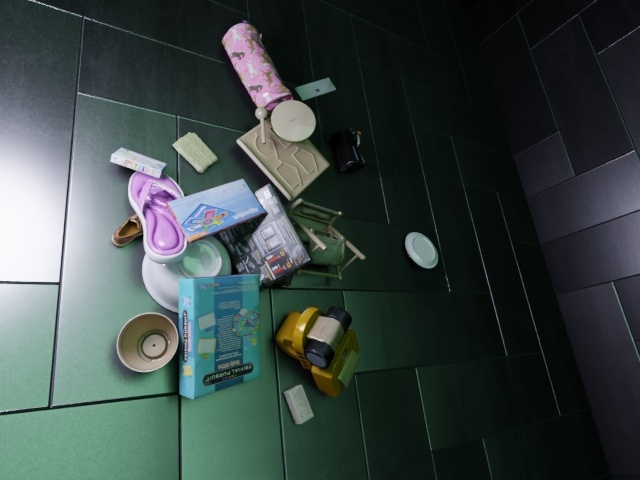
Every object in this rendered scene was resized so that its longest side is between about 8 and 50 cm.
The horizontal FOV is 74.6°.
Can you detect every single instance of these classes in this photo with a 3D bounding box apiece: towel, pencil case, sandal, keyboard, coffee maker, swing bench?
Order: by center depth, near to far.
[{"bbox_3d":[-0.495,-0.107,1.321,0.169,0.102,0.416,-9,52,-30],"label":"sandal"},{"bbox_3d":[-0.467,-0.331,1.575,0.148,0.027,0.110,45,51,-9],"label":"towel"},{"bbox_3d":[0.000,0.000,1.621,0.253,0.165,0.255,14,41,-46],"label":"swing bench"},{"bbox_3d":[-0.268,-0.733,1.808,0.386,0.167,0.160,63,18,4],"label":"pencil case"},{"bbox_3d":[0.112,-0.415,1.971,0.171,0.120,0.178,-11,74,-13],"label":"coffee maker"},{"bbox_3d":[-0.021,-0.750,2.077,0.256,0.014,0.072,-34,96,-39],"label":"keyboard"}]

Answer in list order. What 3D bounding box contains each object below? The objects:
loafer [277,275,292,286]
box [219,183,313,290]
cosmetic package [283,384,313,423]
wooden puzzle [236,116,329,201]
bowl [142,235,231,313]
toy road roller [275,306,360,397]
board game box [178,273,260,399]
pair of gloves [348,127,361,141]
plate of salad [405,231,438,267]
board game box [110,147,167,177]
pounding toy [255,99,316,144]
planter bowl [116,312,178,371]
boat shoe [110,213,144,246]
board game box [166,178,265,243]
[{"bbox_3d":[-0.207,0.010,1.565,0.130,0.134,0.366,-22,82,-4],"label":"loafer"},{"bbox_3d":[-0.202,-0.004,1.458,0.242,0.076,0.308,-31,80,5],"label":"box"},{"bbox_3d":[-0.075,0.564,1.447,0.060,0.041,0.115,-14,79,-38],"label":"cosmetic package"},{"bbox_3d":[-0.154,-0.356,1.776,0.322,0.080,0.348,48,47,-8],"label":"wooden puzzle"},{"bbox_3d":[-0.410,0.083,1.368,0.297,0.134,0.298,14,64,-30],"label":"bowl"},{"bbox_3d":[-0.012,0.378,1.506,0.203,0.240,0.330,-56,142,-37],"label":"toy road roller"},{"bbox_3d":[-0.304,0.277,1.290,0.253,0.079,0.336,1,88,-51],"label":"board game box"},{"bbox_3d":[0.174,-0.529,2.114,0.083,0.010,0.074,17,60,-31],"label":"pair of gloves"},{"bbox_3d":[0.491,0.051,2.059,0.199,0.048,0.200,17,52,-23],"label":"plate of salad"},{"bbox_3d":[-0.601,-0.259,1.399,0.154,0.026,0.103,19,20,-16],"label":"board game box"},{"bbox_3d":[-0.143,-0.467,1.737,0.236,0.110,0.183,-9,79,-12],"label":"pounding toy"},{"bbox_3d":[-0.489,0.301,1.217,0.162,0.109,0.162,4,68,-9],"label":"planter bowl"},{"bbox_3d":[-0.588,-0.050,1.348,0.064,0.060,0.178,45,52,-10],"label":"boat shoe"},{"bbox_3d":[-0.327,-0.100,1.341,0.281,0.027,0.145,-26,76,-39],"label":"board game box"}]
